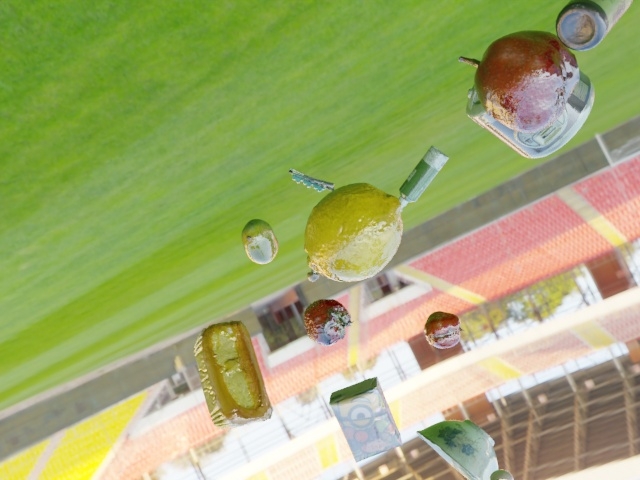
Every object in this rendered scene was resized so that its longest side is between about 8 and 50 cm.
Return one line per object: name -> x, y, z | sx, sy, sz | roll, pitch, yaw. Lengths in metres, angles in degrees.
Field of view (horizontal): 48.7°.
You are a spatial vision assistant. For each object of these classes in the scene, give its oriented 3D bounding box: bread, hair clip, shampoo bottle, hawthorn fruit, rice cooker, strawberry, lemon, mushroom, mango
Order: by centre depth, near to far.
shampoo bottle -> 0.587, -0.497, 1.468 | 0.284, 0.101, 0.101 | -45, -172, -36
strawberry -> 0.008, 0.169, 1.476 | 0.106, 0.106, 0.106 | -26, 176, -2
lemon -> 0.069, -0.016, 1.552 | 0.260, 0.204, 0.204 | -42, 169, 26
hawthorn fruit -> 0.440, -0.378, 1.597 | 0.230, 0.266, 0.210 | -50, 160, -25
hawthorn fruit -> 0.283, 0.202, 1.610 | 0.093, 0.093, 0.093 | -26, 176, -2
bread -> -0.240, 0.363, 1.902 | 0.152, 0.288, 0.119 | -5, 157, -36
rice cooker -> 0.558, -0.391, 1.903 | 0.288, 0.277, 0.288 | -49, -162, 23
shampoo bottle -> 0.274, -0.167, 1.983 | 0.204, 0.065, 0.065 | -54, 167, 16
mango -> -0.178, 0.009, 2.144 | 0.085, 0.122, 0.191 | -8, 150, 19
mushroom -> -0.003, 0.000, 2.396 | 0.043, 0.306, 0.068 | -3, 145, 26
hair clip -> -0.034, -0.207, 2.492 | 0.049, 0.173, 0.049 | 20, 90, -90

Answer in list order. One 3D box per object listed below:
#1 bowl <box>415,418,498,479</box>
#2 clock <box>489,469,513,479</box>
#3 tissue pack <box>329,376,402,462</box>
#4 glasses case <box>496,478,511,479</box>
bowl -> 0.477, 0.674, 2.298 | 0.146, 0.313, 0.313 | -49, 179, -8
clock -> 0.366, 0.746, 1.748 | 0.325, 0.184, 0.342 | -11, -158, -7
tissue pack -> 0.094, 0.373, 1.469 | 0.108, 0.148, 0.060 | -21, -169, 7
glasses case -> 0.290, 0.384, 1.043 | 0.045, 0.067, 0.178 | -67, 165, -8
